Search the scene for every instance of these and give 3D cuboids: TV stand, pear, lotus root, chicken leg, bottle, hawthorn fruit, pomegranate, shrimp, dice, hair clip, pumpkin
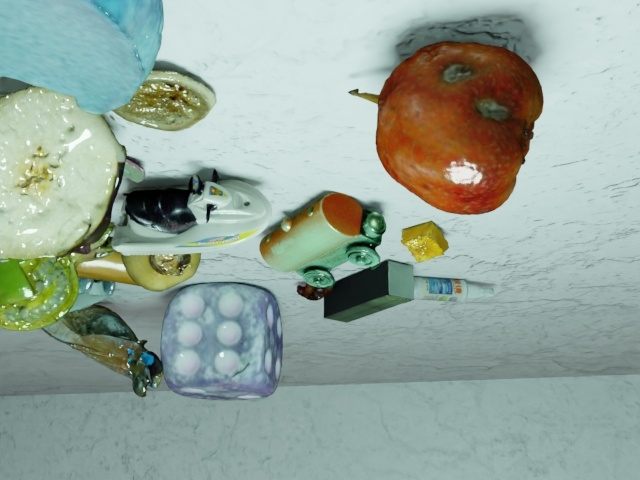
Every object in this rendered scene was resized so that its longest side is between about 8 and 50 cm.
[{"bbox_3d":[0.112,0.129,1.629,0.083,0.088,0.269,15,154,-31],"label":"TV stand"},{"bbox_3d":[-0.420,-0.111,0.911,0.178,0.267,0.267,28,175,32],"label":"pear"},{"bbox_3d":[-0.315,0.031,1.307,0.146,0.130,0.303,-25,-179,-19],"label":"lotus root"},{"bbox_3d":[-0.012,0.106,1.625,0.089,0.048,0.219,-1,159,-6],"label":"chicken leg"},{"bbox_3d":[0.330,0.127,1.664,0.217,0.060,0.060,6,158,-11],"label":"bottle"},{"bbox_3d":[0.138,-0.150,0.808,0.243,0.207,0.207,21,165,19],"label":"hawthorn fruit"},{"bbox_3d":[-0.537,0.038,1.275,0.302,0.236,0.236,-30,164,-15],"label":"pomegranate"},{"bbox_3d":[-0.564,0.257,1.706,0.446,0.110,0.221,25,-168,32],"label":"shrimp"},{"bbox_3d":[-0.252,0.274,1.752,0.270,0.270,0.271,-3,158,8],"label":"dice"},{"bbox_3d":[-0.350,-0.125,1.067,0.137,0.022,0.054,14,155,-24],"label":"hair clip"},{"bbox_3d":[0.214,0.001,1.351,0.074,0.054,0.083,-18,131,31],"label":"pumpkin"}]

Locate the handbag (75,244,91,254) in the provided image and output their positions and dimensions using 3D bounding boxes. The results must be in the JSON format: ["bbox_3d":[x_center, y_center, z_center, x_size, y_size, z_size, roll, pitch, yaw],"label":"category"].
[{"bbox_3d":[-0.477,-0.052,1.084,0.225,0.135,0.146,6,160,-3],"label":"handbag"}]

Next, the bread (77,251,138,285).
[{"bbox_3d":[-0.451,0.057,1.467,0.239,0.074,0.092,10,161,-24],"label":"bread"}]

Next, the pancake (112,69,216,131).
[{"bbox_3d":[-0.218,-0.190,0.895,0.152,0.025,0.151,1,160,0],"label":"pancake"}]

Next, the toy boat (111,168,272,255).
[{"bbox_3d":[-0.225,-0.051,1.121,0.269,0.140,0.141,-10,157,20],"label":"toy boat"}]

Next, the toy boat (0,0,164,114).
[{"bbox_3d":[-0.270,-0.244,0.684,0.215,0.123,0.330,17,165,-19],"label":"toy boat"}]

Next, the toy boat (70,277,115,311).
[{"bbox_3d":[-0.621,0.125,1.662,0.208,0.078,0.134,-21,165,25],"label":"toy boat"}]

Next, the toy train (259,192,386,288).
[{"bbox_3d":[0.000,0.000,1.287,0.177,0.116,0.285,25,150,-25],"label":"toy train"}]
